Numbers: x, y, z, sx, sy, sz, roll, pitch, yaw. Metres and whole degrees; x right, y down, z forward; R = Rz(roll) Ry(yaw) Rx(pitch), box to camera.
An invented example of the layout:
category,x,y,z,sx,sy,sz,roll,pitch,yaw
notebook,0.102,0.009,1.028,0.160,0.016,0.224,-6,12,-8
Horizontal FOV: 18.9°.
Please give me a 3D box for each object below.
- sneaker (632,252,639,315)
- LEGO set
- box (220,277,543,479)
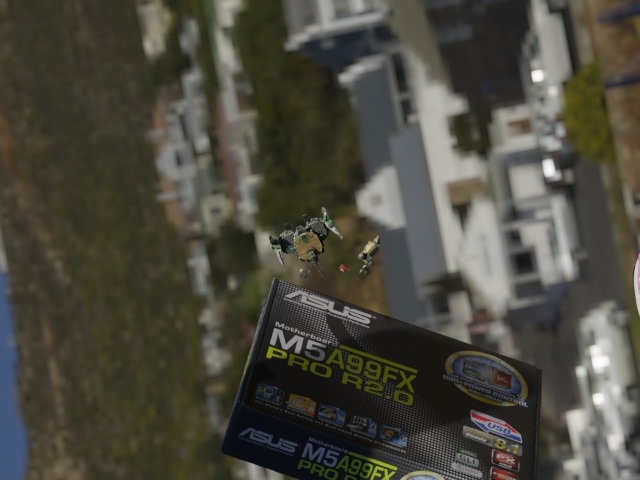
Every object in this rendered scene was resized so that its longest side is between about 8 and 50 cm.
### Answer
category,x,y,z,sx,sy,sz,roll,pitch,yaw
sneaker,0.291,0.071,1.509,0.170,0.063,0.075,55,-174,-15
LEGO set,0.000,0.002,1.350,0.083,0.054,0.023,27,-161,-28
box,0.061,0.150,1.717,0.216,0.270,0.060,-74,4,-60
